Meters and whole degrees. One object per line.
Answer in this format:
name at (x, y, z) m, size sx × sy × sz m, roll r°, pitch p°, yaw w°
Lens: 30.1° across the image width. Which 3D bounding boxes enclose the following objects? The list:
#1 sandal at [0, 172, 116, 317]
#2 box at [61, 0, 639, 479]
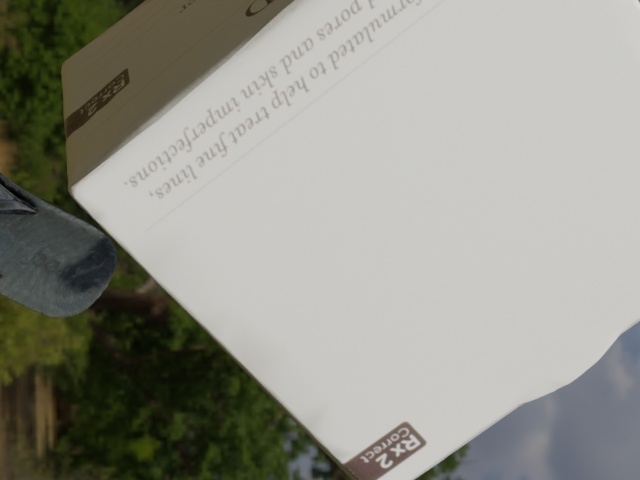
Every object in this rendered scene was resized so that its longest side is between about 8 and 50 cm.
sandal at (-0.398, -0.013, 1.373) m, size 0.107 × 0.445 × 0.168 m, roll 34°, pitch -83°, yaw 42°
box at (0.031, -0.035, 0.438) m, size 0.182 × 0.181 × 0.119 m, roll 49°, pitch 9°, yaw -30°
